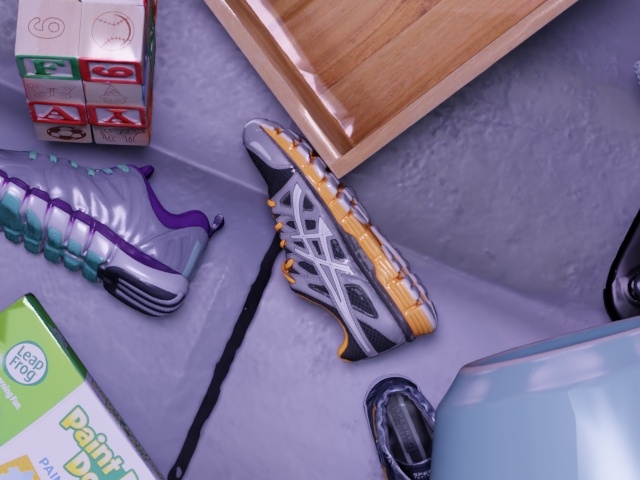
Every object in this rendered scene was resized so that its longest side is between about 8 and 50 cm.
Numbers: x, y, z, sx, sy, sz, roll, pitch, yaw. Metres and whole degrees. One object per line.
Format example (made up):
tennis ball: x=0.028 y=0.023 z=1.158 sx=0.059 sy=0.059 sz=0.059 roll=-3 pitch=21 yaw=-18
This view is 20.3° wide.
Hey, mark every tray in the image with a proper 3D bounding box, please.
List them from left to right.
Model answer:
tray: x=0.119 y=-0.250 z=1.329 sx=0.411 sy=0.076 sz=0.203 roll=-36 pitch=92 yaw=16

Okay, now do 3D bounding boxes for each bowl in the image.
bowl: x=0.203 y=0.146 z=1.267 sx=0.312 sy=0.311 sz=0.163 roll=-15 pitch=89 yaw=-1

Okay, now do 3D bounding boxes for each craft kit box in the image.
craft kit box: x=-0.253 y=0.211 z=1.381 sx=0.247 sy=0.061 sz=0.250 roll=-36 pitch=92 yaw=-4

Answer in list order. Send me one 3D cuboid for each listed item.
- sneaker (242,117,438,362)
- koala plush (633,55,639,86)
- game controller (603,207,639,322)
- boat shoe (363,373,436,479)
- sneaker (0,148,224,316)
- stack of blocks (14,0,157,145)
sneaker: x=0.000 y=0.000 z=1.375 sx=0.083 sy=0.084 sz=0.215 roll=-36 pitch=88 yaw=12
koala plush: x=0.390 y=-0.108 z=1.319 sx=0.203 sy=0.196 sz=0.221 roll=-24 pitch=76 yaw=-26
game controller: x=0.381 y=0.061 z=1.391 sx=0.319 sy=0.067 sz=0.166 roll=29 pitch=90 yaw=-2
boat shoe: x=0.081 y=0.192 z=1.374 sx=0.065 sy=0.083 sz=0.183 roll=-24 pitch=91 yaw=-1
sneaker: x=-0.187 y=-0.034 z=1.381 sx=0.224 sy=0.083 sz=0.098 roll=32 pitch=66 yaw=-4
stack of blocks: x=-0.162 y=-0.238 z=1.319 sx=0.087 sy=0.171 sz=0.297 roll=3 pitch=74 yaw=-2
